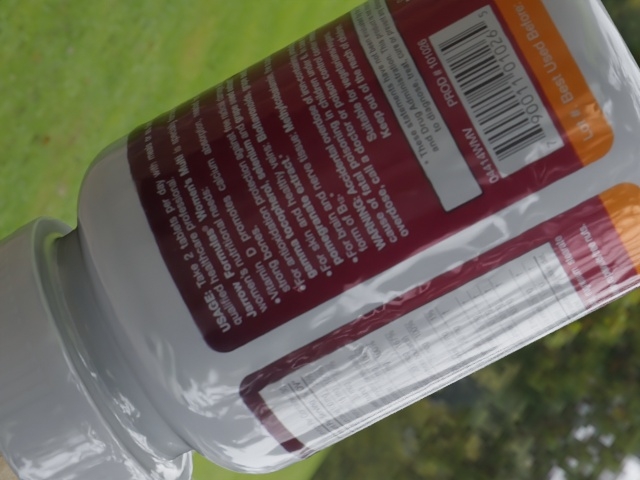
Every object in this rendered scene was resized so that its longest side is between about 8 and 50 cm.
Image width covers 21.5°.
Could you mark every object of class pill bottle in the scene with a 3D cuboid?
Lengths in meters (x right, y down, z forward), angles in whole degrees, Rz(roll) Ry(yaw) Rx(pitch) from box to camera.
[{"bbox_3d":[0.000,0.000,0.539,0.221,0.121,0.121,-28,178,8],"label":"pill bottle"}]

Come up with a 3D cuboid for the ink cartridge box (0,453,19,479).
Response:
[{"bbox_3d":[-0.269,0.129,0.994,0.234,0.193,0.088,-31,122,-53],"label":"ink cartridge box"}]
